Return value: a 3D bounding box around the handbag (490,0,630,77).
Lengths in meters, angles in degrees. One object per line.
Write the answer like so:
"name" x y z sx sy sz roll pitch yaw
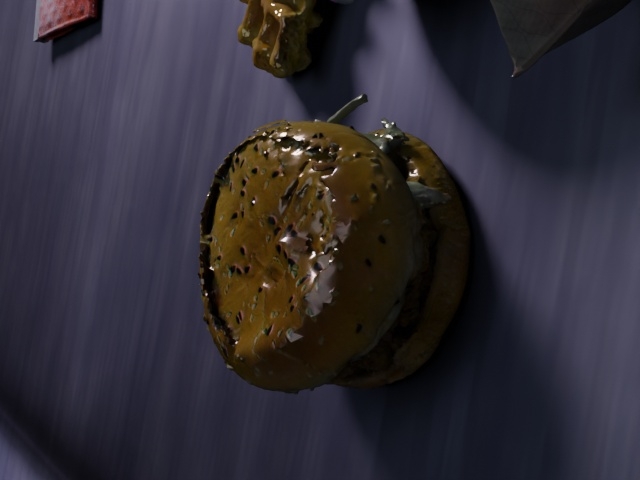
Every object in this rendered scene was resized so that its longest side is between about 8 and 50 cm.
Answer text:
"handbag" 0.131 -0.222 0.781 0.182 0.117 0.270 -49 37 43

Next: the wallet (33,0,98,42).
"wallet" -0.228 -0.285 1.384 0.103 0.020 0.196 -12 73 54

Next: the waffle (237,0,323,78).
"waffle" -0.008 -0.208 1.037 0.160 0.046 0.192 -13 73 53

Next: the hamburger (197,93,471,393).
"hamburger" 0.000 0.000 0.922 0.177 0.113 0.185 11 92 56

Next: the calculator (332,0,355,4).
"calculator" 0.055 -0.282 0.888 0.185 0.041 0.299 -70 -1 -70
